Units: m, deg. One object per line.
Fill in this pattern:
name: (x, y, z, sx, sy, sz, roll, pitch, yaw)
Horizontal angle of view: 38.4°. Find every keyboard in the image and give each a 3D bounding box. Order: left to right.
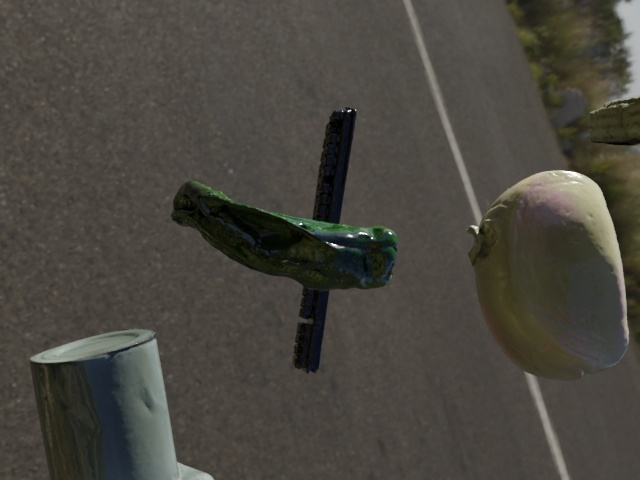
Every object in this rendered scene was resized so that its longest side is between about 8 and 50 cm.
keyboard: (-0.001, 0.000, 0.806, 0.072, 0.023, 0.231, 161, -62, -80)

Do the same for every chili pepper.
chili pepper: (-0.037, -0.004, 0.627, 0.073, 0.182, 0.050, -24, 129, -60)

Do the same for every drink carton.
drink carton: (-0.256, 0.213, 1.070, 0.185, 0.191, 0.189, -16, 97, -31)

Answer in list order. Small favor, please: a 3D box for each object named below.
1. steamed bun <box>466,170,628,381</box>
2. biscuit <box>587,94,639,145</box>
steamed bun: (0.252, 0.046, 1.078, 0.170, 0.153, 0.238, 136, -48, -71)
biscuit: (0.379, -0.127, 0.810, 0.150, 0.252, 0.052, -135, -147, -83)
